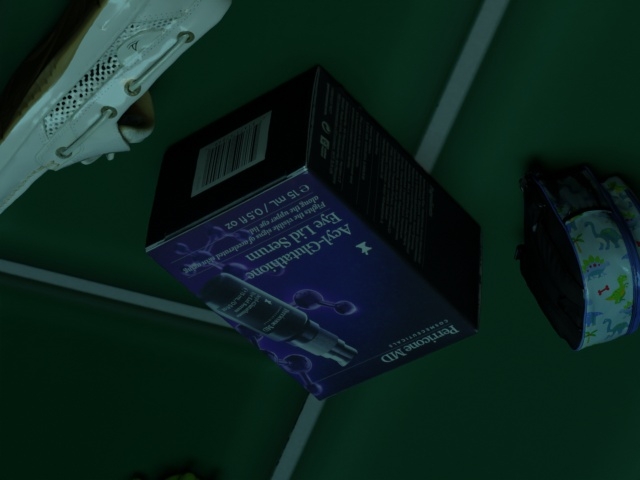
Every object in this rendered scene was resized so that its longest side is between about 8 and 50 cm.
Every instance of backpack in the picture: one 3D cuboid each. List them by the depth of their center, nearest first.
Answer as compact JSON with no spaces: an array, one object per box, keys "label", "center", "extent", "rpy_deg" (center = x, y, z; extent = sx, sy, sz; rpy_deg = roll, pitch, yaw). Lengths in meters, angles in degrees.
[{"label":"backpack","center":[0.196,0.014,1.342],"extent":[0.084,0.114,0.105],"rpy_deg":[-12,136,-9]}]

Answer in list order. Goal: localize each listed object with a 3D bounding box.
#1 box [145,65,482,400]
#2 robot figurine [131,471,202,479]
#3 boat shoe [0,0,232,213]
[{"label":"box","center":[0.000,0.000,1.357],"extent":[0.153,0.108,0.207],"rpy_deg":[-27,127,30]},{"label":"robot figurine","center":[-0.131,0.254,1.674],"extent":[0.101,0.067,0.115],"rpy_deg":[23,135,-15]},{"label":"boat shoe","center":[-0.158,-0.094,1.285],"extent":[0.096,0.098,0.277],"rpy_deg":[29,131,-21]}]
